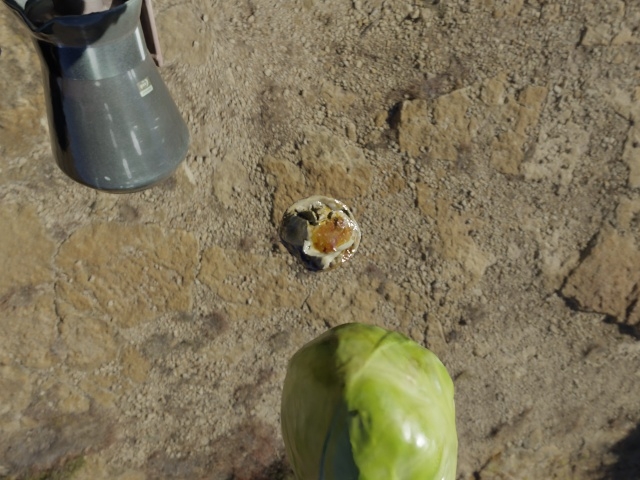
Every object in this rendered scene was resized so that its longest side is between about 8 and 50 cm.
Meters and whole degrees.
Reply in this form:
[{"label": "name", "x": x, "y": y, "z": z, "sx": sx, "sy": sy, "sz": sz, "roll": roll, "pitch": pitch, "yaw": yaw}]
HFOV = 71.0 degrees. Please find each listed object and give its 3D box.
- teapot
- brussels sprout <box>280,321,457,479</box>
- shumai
[{"label": "teapot", "x": -0.369, "y": -0.287, "z": 0.801, "sx": 0.253, "sy": 0.300, "sz": 0.344, "roll": 14, "pitch": 142, "yaw": 3}, {"label": "brussels sprout", "x": 0.042, "y": 0.198, "z": 0.476, "sx": 0.161, "sy": 0.223, "sz": 0.223, "roll": 4, "pitch": 119, "yaw": -52}, {"label": "shumai", "x": -0.002, "y": -0.003, "z": 0.741, "sx": 0.146, "sy": 0.116, "sz": 0.145, "roll": -2, "pitch": 112, "yaw": -5}]
